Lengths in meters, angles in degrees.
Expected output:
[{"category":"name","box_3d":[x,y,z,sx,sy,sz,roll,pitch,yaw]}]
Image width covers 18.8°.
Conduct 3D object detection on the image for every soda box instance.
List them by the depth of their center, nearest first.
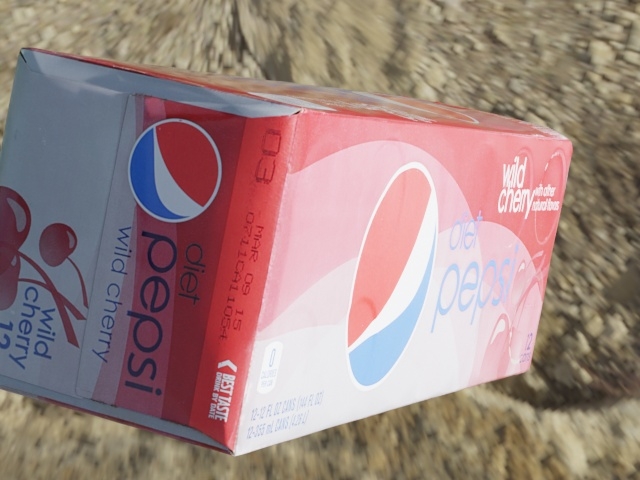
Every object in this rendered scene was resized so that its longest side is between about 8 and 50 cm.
[{"category":"soda box","box_3d":[0.000,0.000,0.592,0.083,0.263,0.092,13,96,22]}]
